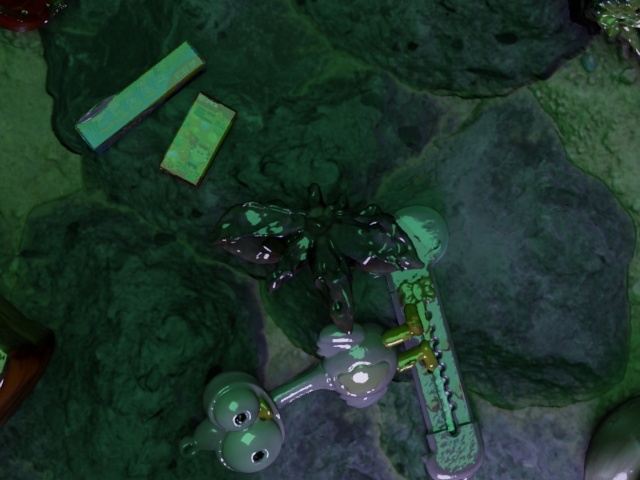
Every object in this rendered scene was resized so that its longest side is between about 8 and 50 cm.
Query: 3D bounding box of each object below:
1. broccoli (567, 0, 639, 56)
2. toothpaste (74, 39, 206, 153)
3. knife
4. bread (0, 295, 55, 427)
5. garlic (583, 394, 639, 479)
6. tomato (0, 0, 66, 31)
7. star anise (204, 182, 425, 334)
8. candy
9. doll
[{"bbox_3d":[0.476,-0.313,1.441,0.246,0.263,0.243,-7,119,26],"label":"broccoli"},{"bbox_3d":[-0.242,-0.195,1.411,0.193,0.070,0.044,-39,91,-4],"label":"toothpaste"},{"bbox_3d":[0.156,0.150,1.463,0.132,0.038,0.399,-14,92,-3],"label":"knife"},{"bbox_3d":[-0.478,0.219,1.263,0.143,0.323,0.333,39,88,-5],"label":"bread"},{"bbox_3d":[0.494,0.347,1.460,0.291,0.210,0.238,-27,126,-9],"label":"garlic"},{"bbox_3d":[-0.404,-0.343,1.391,0.139,0.091,0.159,39,59,-13],"label":"tomato"},{"bbox_3d":[0.004,0.002,1.381,0.257,0.111,0.198,32,59,26],"label":"star anise"},{"bbox_3d":[-0.168,-0.137,1.434,0.062,0.038,0.122,28,87,-4],"label":"candy"},{"bbox_3d":[-0.024,0.200,1.398,0.365,0.094,0.160,-28,130,-5],"label":"doll"}]
